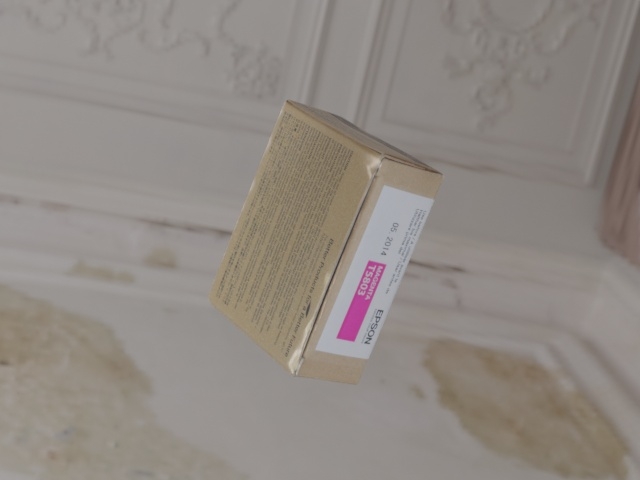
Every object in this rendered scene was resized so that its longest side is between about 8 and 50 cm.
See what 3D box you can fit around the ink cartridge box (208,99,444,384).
[{"bbox_3d":[0.000,0.000,1.430,0.088,0.235,0.193,14,-166,-38],"label":"ink cartridge box"}]
